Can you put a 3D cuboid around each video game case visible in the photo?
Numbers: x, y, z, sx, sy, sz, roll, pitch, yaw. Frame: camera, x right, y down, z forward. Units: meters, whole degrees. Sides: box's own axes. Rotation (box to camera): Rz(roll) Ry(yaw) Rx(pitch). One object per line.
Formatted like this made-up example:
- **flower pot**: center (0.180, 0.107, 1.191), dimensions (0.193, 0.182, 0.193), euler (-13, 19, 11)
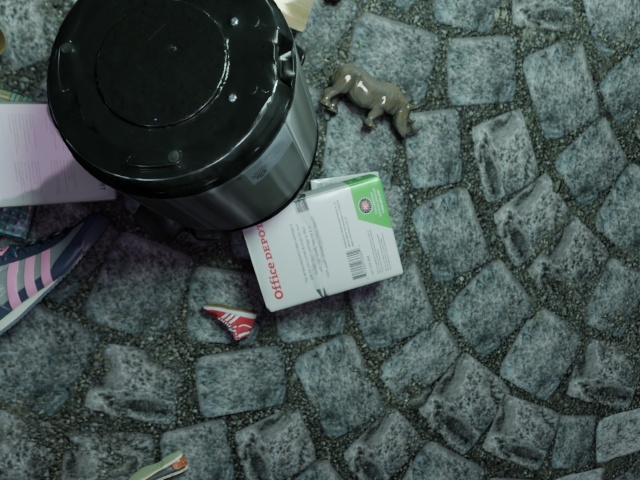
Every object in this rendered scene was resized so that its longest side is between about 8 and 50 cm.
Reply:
- **video game case**: center (0.060, -0.073, 1.189), dimensions (0.157, 0.019, 0.143), euler (-9, 102, -14)

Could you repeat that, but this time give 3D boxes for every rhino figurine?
- **rhino figurine**: center (0.120, -0.291, 1.140), dimensions (0.243, 0.073, 0.106), euler (21, 96, -19)

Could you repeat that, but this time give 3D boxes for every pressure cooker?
- **pressure cooker**: center (-0.192, -0.198, 0.909), dimensions (0.369, 0.420, 0.376), euler (-13, 79, 5)

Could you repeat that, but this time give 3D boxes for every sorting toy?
- **sorting toy**: center (-0.088, -0.502, 1.061), dimensions (0.274, 0.046, 0.132), euler (17, 95, -17)

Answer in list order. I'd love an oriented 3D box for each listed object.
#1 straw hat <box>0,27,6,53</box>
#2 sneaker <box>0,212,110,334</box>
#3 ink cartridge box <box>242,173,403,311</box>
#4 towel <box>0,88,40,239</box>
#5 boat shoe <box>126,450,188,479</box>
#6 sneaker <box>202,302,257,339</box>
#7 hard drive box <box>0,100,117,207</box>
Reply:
- **straw hat**: center (-0.607, -0.396, 0.929), dimensions (0.144, 0.144, 0.061), euler (25, 54, -17)
- **sneaker**: center (-0.544, 0.040, 0.998), dimensions (0.319, 0.112, 0.131), euler (-44, 110, -5)
- **ink cartridge box**: center (0.000, 0.000, 1.112), dimensions (0.289, 0.121, 0.211), euler (-15, 102, -3)
- **towel**: center (-0.694, -0.171, 0.960), dimensions (0.370, 0.040, 0.271), euler (16, 96, -17)
- **boat shoe**: center (-0.357, 0.510, 1.163), dimensions (0.137, 0.049, 0.043), euler (-25, 107, -15)
- **sneaker**: center (-0.200, 0.175, 1.149), dimensions (0.118, 0.042, 0.067), euler (15, 92, -19)
- **hard drive box**: center (-0.498, -0.157, 0.957), dimensions (0.232, 0.089, 0.181), euler (-6, 106, -26)
